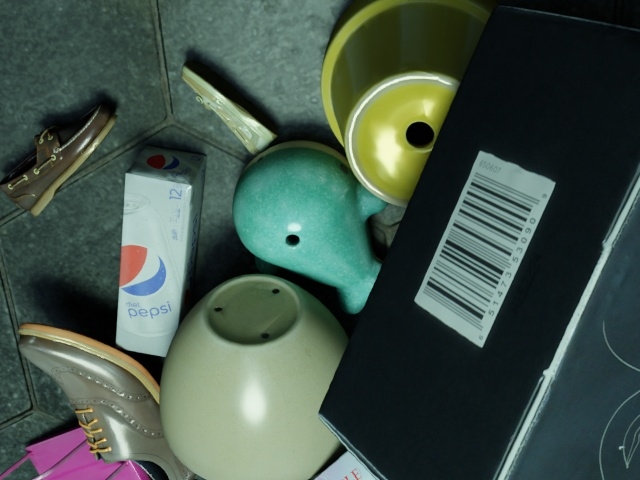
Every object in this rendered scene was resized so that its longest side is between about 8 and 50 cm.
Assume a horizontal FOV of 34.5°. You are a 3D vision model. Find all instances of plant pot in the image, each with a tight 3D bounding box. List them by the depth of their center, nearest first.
[{"bbox_3d":[0.120,-0.162,1.208,0.254,0.239,0.254,3,118,5],"label":"plant pot"},{"bbox_3d":[-0.081,0.156,1.360,0.284,0.284,0.191,3,133,5],"label":"plant pot"}]

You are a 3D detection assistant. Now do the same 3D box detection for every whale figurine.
[{"bbox_3d":[0.000,0.000,1.367,0.216,0.141,0.272,-30,114,20],"label":"whale figurine"}]

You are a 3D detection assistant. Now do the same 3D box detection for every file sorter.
[{"bbox_3d":[-0.368,0.456,1.581,0.202,0.182,0.290,-23,98,32],"label":"file sorter"}]

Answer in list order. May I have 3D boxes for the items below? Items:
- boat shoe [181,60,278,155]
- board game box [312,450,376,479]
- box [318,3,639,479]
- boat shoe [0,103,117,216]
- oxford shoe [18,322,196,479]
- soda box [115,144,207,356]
[{"bbox_3d":[-0.125,-0.171,1.339,0.153,0.056,0.048,37,112,-21],"label":"boat shoe"},{"bbox_3d":[0.088,0.322,1.441,0.318,0.319,0.066,-45,71,27],"label":"board game box"},{"bbox_3d":[0.331,0.076,1.072,0.472,0.297,0.479,19,99,-32],"label":"box"},{"bbox_3d":[-0.357,-0.115,1.387,0.073,0.073,0.207,40,116,-17],"label":"boat shoe"},{"bbox_3d":[-0.303,0.248,1.498,0.364,0.132,0.130,41,152,-26],"label":"oxford shoe"},{"bbox_3d":[-0.223,0.019,1.431,0.091,0.098,0.286,11,120,1],"label":"soda box"}]
